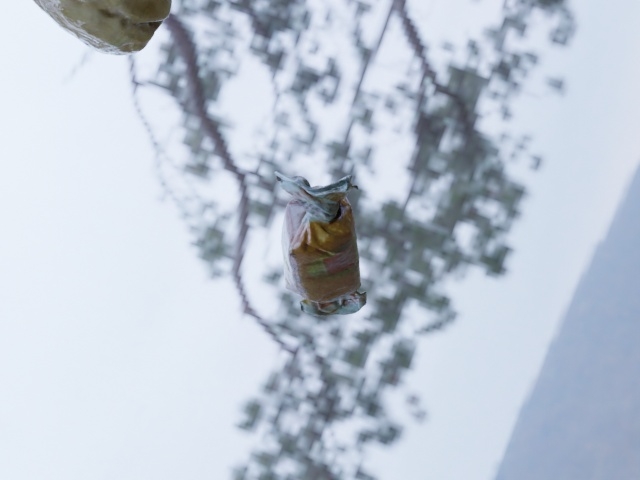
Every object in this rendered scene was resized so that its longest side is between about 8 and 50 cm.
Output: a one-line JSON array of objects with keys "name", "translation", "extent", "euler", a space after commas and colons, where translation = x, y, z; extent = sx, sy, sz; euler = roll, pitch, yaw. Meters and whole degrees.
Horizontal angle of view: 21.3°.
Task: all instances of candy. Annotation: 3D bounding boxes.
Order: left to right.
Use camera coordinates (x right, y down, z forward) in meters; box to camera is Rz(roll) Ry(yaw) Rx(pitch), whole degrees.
[{"name": "candy", "translation": [0.000, 0.000, 1.057], "extent": [0.182, 0.053, 0.046], "euler": [85, 168, -61]}]

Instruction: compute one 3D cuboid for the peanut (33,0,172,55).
[{"name": "peanut", "translation": [-0.203, -0.324, 1.515], "extent": [0.158, 0.174, 0.340], "euler": [-100, 21, -44]}]
